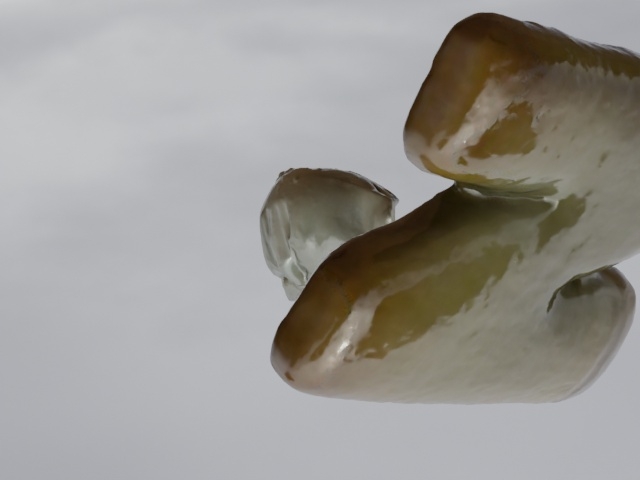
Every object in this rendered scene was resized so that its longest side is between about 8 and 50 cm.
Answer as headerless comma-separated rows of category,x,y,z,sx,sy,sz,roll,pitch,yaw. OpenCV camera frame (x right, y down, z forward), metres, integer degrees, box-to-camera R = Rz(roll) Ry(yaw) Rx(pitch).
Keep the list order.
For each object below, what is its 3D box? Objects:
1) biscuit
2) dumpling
biscuit,0.119,-0.005,1.102,0.291,0.237,0.062,9,-152,-50
dumpling,0.000,0.000,1.682,0.108,0.127,0.188,16,175,-37
